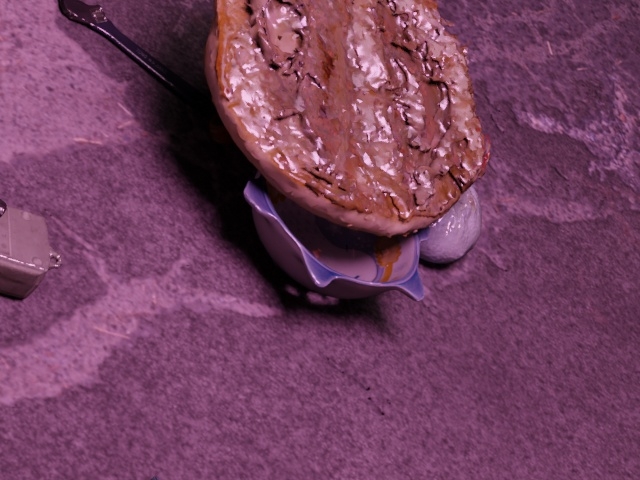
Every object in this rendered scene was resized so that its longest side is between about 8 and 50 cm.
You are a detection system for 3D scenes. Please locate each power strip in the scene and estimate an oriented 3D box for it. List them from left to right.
[{"bbox_3d":[-0.368,-0.016,1.823,0.272,0.052,0.078,17,42,-29],"label":"power strip"}]

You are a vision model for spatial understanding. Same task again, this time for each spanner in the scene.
[{"bbox_3d":[-0.207,-0.210,2.217,0.208,0.012,0.046,39,36,-6],"label":"spanner"}]

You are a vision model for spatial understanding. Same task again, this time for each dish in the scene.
[{"bbox_3d":[0.000,0.000,2.126,0.236,0.086,0.228,27,39,-21],"label":"dish"}]

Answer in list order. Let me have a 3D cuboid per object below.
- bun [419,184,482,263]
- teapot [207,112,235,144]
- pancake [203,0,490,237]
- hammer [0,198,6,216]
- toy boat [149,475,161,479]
[{"bbox_3d":[0.129,-0.041,2.296,0.141,0.083,0.141,23,41,-22],"label":"bun"},{"bbox_3d":[-0.048,-0.181,2.257,0.252,0.135,0.178,-46,118,-37],"label":"teapot"},{"bbox_3d":[0.035,-0.176,2.163,0.382,0.071,0.382,22,54,-33],"label":"pancake"},{"bbox_3d":[-0.357,0.016,1.762,0.078,0.021,0.201,42,56,-17],"label":"hammer"},{"bbox_3d":[-0.142,0.277,1.723,0.060,0.055,0.141,20,40,-40],"label":"toy boat"}]
